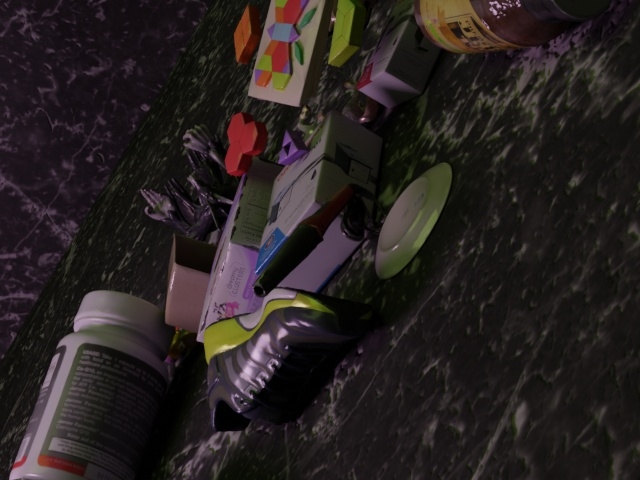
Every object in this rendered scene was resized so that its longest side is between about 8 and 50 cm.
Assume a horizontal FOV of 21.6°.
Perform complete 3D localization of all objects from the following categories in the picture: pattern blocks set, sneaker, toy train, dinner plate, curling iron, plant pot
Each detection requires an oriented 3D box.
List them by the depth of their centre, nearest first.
[{"bbox_3d":[0.000,0.000,1.767,0.035,0.068,0.274,-51,-8,31],"label":"curling iron"},{"bbox_3d":[0.093,-0.024,1.775,0.141,0.017,0.141,-52,18,24],"label":"dinner plate"},{"bbox_3d":[-0.036,0.131,1.786,0.300,0.111,0.121,146,131,-59],"label":"sneaker"},{"bbox_3d":[-0.034,-0.249,2.044,0.285,0.026,0.325,-9,72,57],"label":"pattern blocks set"},{"bbox_3d":[-0.160,0.068,2.271,0.109,0.109,0.096,-101,30,-68],"label":"plant pot"},{"bbox_3d":[-0.195,0.107,2.402,0.166,0.046,0.125,-33,32,61],"label":"toy train"}]

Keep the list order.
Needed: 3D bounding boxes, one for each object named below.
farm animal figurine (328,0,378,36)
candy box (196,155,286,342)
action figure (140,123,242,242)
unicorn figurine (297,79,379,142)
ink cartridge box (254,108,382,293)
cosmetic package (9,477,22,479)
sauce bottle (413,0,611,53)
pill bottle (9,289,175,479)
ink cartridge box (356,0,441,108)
[{"bbox_3d":[0.124,-0.425,2.167,0.327,0.172,0.330,-57,2,-42],"label":"farm animal figurine"},{"bbox_3d":[-0.092,0.017,2.119,0.196,0.070,0.165,-82,11,-54],"label":"candy box"},{"bbox_3d":[-0.188,-0.078,2.551,0.164,0.141,0.275,-49,13,-3],"label":"action figure"},{"bbox_3d":[0.013,-0.136,2.148,0.162,0.060,0.111,-44,32,31],"label":"unicorn figurine"},{"bbox_3d":[0.000,-0.042,1.985,0.140,0.082,0.191,-50,19,34],"label":"ink cartridge box"},{"bbox_3d":[-0.384,0.432,2.131,0.099,0.060,0.239,-143,44,-77],"label":"cosmetic package"},{"bbox_3d":[0.191,-0.246,1.684,0.111,0.111,0.344,-61,14,-3],"label":"sauce bottle"},{"bbox_3d":[-0.298,0.223,2.265,0.161,0.161,0.283,-34,34,58],"label":"pill bottle"},{"bbox_3d":[0.108,-0.238,2.042,0.135,0.056,0.099,-65,15,-16],"label":"ink cartridge box"}]
